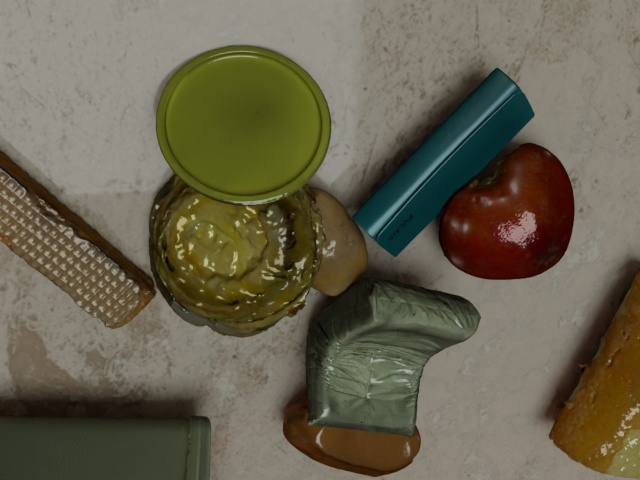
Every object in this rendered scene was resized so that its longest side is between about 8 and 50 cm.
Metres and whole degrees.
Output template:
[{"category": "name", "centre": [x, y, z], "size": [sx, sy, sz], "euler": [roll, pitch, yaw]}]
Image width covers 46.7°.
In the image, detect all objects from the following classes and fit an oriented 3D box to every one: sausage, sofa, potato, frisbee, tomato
[{"category": "sausage", "centre": [0.055, 0.327, 1.245], "size": [0.241, 0.136, 0.120], "euler": [19, 83, -17]}, {"category": "sofa", "centre": [0.105, 0.179, 1.128], "size": [0.210, 0.176, 0.225], "euler": [15, 145, -27]}, {"category": "potato", "centre": [0.000, 0.000, 1.110], "size": [0.118, 0.109, 0.178], "euler": [-20, 121, 24]}, {"category": "frisbee", "centre": [-0.102, -0.156, 0.999], "size": [0.235, 0.017, 0.236], "euler": [2, 73, -5]}, {"category": "tomato", "centre": [0.308, -0.022, 1.139], "size": [0.233, 0.140, 0.200], "euler": [-41, 138, 1]}]

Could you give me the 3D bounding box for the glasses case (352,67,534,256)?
[{"category": "glasses case", "centre": [0.186, -0.108, 1.107], "size": [0.301, 0.070, 0.117], "euler": [-45, 154, 8]}]

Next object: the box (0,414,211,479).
[{"category": "box", "centre": [-0.342, 0.435, 1.069], "size": [0.343, 0.352, 0.177], "euler": [5, 145, -13]}]

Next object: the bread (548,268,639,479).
[{"category": "bread", "centre": [0.584, 0.242, 1.324], "size": [0.236, 0.165, 0.376], "euler": [16, 108, -17]}]

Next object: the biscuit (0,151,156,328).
[{"category": "biscuit", "centre": [-0.393, -0.015, 1.035], "size": [0.094, 0.054, 0.378], "euler": [-42, 115, 6]}]

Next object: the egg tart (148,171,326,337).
[{"category": "egg tart", "centre": [-0.130, 0.008, 1.034], "size": [0.278, 0.095, 0.279], "euler": [3, 100, 16]}]
